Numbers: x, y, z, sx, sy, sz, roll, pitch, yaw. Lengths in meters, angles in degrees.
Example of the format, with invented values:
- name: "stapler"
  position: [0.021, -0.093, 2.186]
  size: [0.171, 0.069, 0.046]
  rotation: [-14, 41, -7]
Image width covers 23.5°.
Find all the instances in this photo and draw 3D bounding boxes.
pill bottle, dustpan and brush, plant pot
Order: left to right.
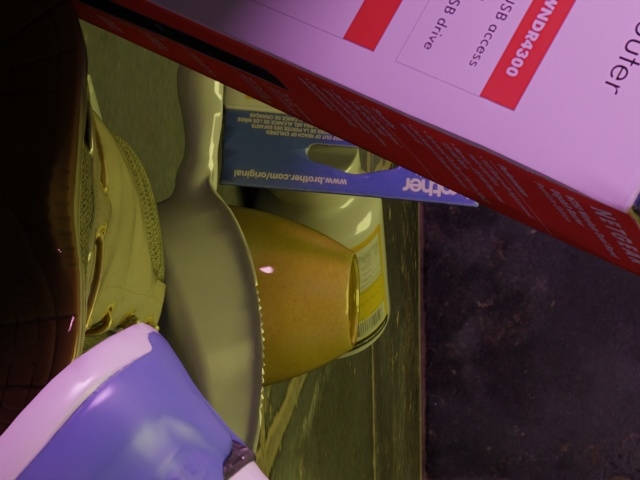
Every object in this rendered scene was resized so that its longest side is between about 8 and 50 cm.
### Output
- name: "dustpan and brush"
  position: [-0.064, 0.004, 0.708]
  size: [0.147, 0.060, 0.211]
  rotation: [12, -70, 57]
- name: "plant pot"
  position: [-0.023, 0.042, 1.087]
  size: [0.134, 0.095, 0.134]
  rotation: [1, 90, -82]
- name: "pill bottle"
  position: [0.000, 0.000, 1.217]
  size: [0.103, 0.103, 0.184]
  rotation: [-81, 168, -46]

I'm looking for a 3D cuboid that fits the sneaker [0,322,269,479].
- name: "sneaker"
  position: [-0.032, 0.173, 0.504]
  size: [0.127, 0.182, 0.315]
  rotation: [-43, 164, -26]

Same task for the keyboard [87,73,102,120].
- name: "keyboard"
  position: [-0.106, 0.028, 0.814]
  size: [0.256, 0.014, 0.072]
  rotation: [82, 7, -48]

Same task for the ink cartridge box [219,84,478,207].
- name: "ink cartridge box"
  position: [0.021, -0.178, 1.053]
  size: [0.065, 0.185, 0.311]
  rotation: [145, -52, -72]

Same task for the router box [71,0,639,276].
- name: "router box"
  position: [0.065, -0.193, 0.528]
  size: [0.335, 0.301, 0.082]
  rotation: [-59, 149, -5]

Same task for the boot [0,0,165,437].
- name: "boot"
  position: [-0.108, 0.031, 0.579]
  size: [0.165, 0.077, 0.213]
  rotation: [76, 17, -70]
